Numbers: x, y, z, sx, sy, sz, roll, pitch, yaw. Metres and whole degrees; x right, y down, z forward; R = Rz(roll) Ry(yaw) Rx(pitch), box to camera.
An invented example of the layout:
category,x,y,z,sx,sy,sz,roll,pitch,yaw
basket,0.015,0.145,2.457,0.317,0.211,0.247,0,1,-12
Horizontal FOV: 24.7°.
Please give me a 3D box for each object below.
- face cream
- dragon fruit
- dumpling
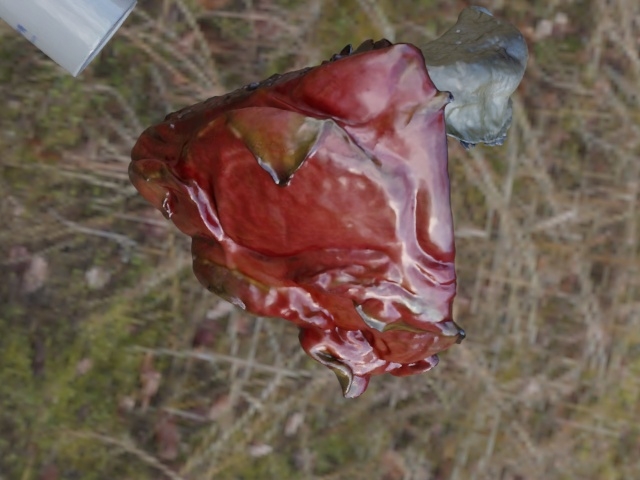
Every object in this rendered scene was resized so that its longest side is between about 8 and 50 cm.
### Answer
category,x,y,z,sx,sy,sz,roll,pitch,yaw
face cream,-0.254,-0.227,1.063,0.250,0.077,0.077,40,55,-8
dragon fruit,-0.009,0.003,1.314,0.228,0.286,0.329,-17,97,-21
dumpling,0.190,-0.201,1.778,0.086,0.166,0.332,-45,178,39
